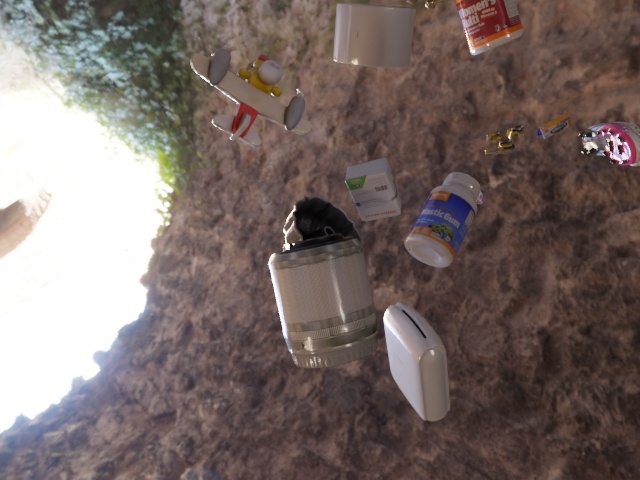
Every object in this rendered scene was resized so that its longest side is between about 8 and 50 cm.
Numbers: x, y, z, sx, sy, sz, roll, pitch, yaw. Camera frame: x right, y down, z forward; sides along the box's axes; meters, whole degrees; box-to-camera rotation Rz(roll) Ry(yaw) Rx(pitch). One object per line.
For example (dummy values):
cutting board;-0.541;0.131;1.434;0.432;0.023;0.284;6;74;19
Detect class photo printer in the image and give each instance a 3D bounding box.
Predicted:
photo printer;0.291;0.357;1.577;0.107;0.307;0.256;-18;-150;-12

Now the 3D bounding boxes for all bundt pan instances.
bundt pan;0.000;0.000;1.933;0.124;0.331;0.331;-43;-167;37

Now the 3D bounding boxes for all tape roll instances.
tape roll;0.166;-0.643;1.609;0.246;0.169;0.246;4;-155;-2

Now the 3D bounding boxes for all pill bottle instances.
pill bottle;0.363;-0.542;1.150;0.121;0.221;0.121;-21;-167;5
pill bottle;0.375;-0.068;1.545;0.152;0.152;0.272;3;-123;52

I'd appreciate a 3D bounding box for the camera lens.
camera lens;0.009;0.130;1.188;0.219;0.274;0.219;-12;-179;0

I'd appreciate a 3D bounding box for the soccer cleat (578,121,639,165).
soccer cleat;0.869;-0.296;1.483;0.143;0.116;0.331;-16;-166;10

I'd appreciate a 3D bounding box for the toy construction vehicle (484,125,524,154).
toy construction vehicle;0.509;-0.274;1.428;0.098;0.086;0.035;-9;-114;4

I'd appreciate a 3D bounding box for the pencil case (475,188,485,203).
pencil case;0.592;-0.169;2.189;0.206;0.088;0.086;-19;180;-15

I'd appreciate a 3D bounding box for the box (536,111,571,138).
box;0.984;-0.478;2.174;0.136;0.081;0.028;-30;-119;21

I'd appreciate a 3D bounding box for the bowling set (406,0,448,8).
bowling set;0.417;-1.086;2.128;0.154;0.200;0.287;-10;174;41

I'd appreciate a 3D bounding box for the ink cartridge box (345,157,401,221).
ink cartridge box;0.206;-0.190;1.967;0.160;0.219;0.092;-10;-136;19

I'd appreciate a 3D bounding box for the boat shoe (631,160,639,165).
boat shoe;1.065;-0.359;1.616;0.277;0.096;0.098;-50;-137;18

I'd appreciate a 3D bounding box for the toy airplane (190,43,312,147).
toy airplane;-0.240;-0.544;1.901;0.386;0.384;0.272;-20;167;-46
